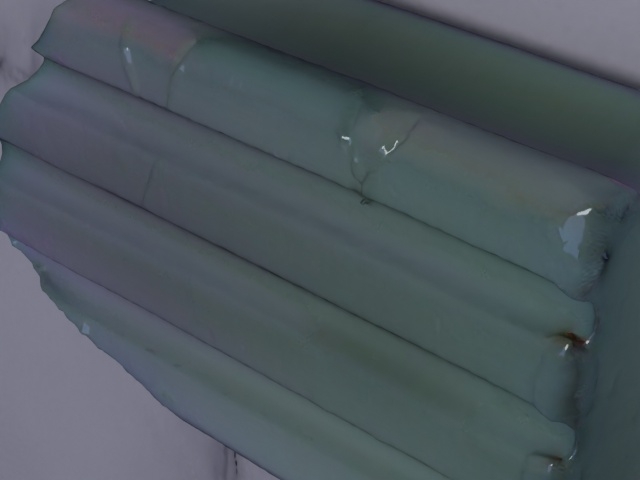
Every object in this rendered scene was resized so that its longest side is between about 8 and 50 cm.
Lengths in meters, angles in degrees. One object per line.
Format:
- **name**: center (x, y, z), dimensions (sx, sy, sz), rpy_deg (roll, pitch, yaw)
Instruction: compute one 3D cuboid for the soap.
- **soap**: center (0.000, 0.000, 0.681), dimensions (0.347, 0.115, 0.208), rpy_deg (25, 127, 34)
